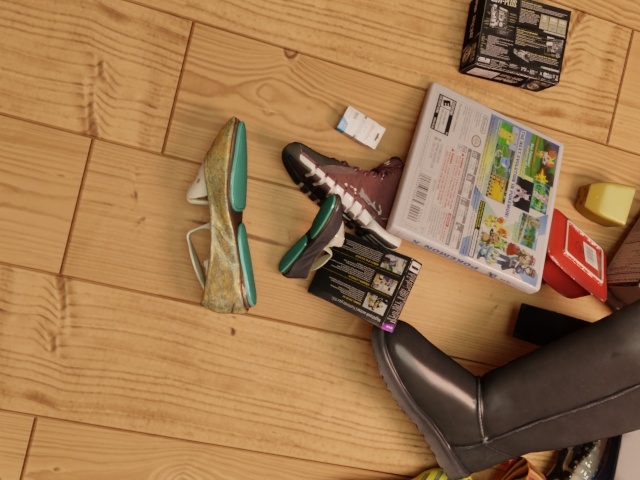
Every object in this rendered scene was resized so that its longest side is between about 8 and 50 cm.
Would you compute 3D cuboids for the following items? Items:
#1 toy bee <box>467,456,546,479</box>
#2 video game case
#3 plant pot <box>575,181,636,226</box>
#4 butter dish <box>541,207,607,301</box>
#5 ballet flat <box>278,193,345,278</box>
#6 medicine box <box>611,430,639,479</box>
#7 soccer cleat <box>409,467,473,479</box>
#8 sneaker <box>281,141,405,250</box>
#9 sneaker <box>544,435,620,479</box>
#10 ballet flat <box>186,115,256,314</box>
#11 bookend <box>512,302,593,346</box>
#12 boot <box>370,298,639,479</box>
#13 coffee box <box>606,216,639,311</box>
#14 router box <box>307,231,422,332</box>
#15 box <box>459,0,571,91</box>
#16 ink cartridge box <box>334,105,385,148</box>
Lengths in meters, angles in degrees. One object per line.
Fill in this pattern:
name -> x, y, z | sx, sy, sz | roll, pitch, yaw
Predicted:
toy bee -> 0.338, 0.545, 1.142 | 0.195, 0.162, 0.299 | 23, 77, -7
video game case -> 0.299, -0.103, 1.165 | 0.299, 0.036, 0.329 | 23, 65, -9
plant pot -> 0.569, -0.078, 1.263 | 0.083, 0.081, 0.081 | 17, 88, -1
butter dish -> 0.476, 0.047, 1.234 | 0.159, 0.118, 0.160 | 37, 43, -10
ballet flat -> 0.000, 0.000, 1.118 | 0.074, 0.074, 0.203 | 31, 123, -11
medicine box -> 0.671, 0.459, 1.195 | 0.289, 0.149, 0.264 | 10, 90, -49
soccer cleat -> 0.170, 0.499, 1.174 | 0.288, 0.121, 0.094 | -3, 91, -17
sneaker -> 0.070, -0.119, 1.160 | 0.281, 0.106, 0.163 | 41, 73, -15
sneaker -> 0.522, 0.521, 1.247 | 0.147, 0.130, 0.330 | 35, 85, -8
ballet flat -> -0.180, -0.042, 1.098 | 0.123, 0.123, 0.349 | -4, 93, -11
bookend -> 0.489, 0.186, 1.247 | 0.157, 0.156, 0.072 | 18, 88, -56
boot -> 0.361, 0.217, 1.092 | 0.445, 0.146, 0.367 | -25, 110, 25
coffee box -> 0.707, 0.038, 1.246 | 0.168, 0.119, 0.297 | 43, 72, -10
router box -> 0.076, 0.068, 1.124 | 0.046, 0.178, 0.133 | 29, 85, -52
box -> 0.376, -0.385, 1.212 | 0.180, 0.077, 0.148 | 9, 90, -12
ink cartridge box -> 0.075, -0.211, 1.181 | 0.083, 0.028, 0.048 | 30, 86, -11
